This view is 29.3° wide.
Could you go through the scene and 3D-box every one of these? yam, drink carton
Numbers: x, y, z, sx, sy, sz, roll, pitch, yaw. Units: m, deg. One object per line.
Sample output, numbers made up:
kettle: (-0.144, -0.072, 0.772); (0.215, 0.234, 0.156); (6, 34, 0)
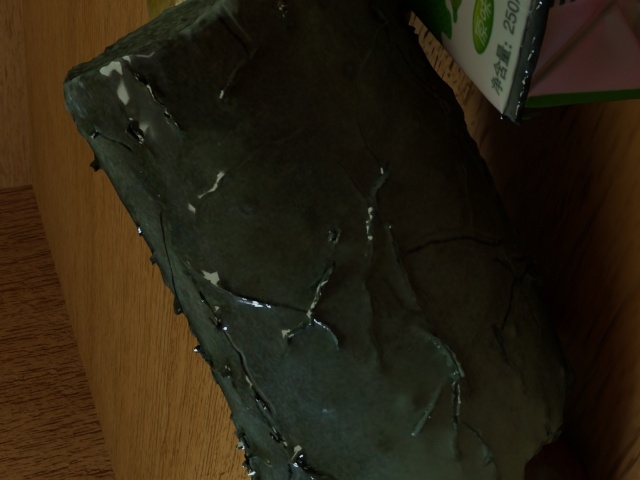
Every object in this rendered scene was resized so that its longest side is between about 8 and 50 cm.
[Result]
yam: (0.000, 0.000, 0.745); (0.348, 0.241, 0.241); (65, 167, -21)
drink carton: (0.098, -0.200, 0.658); (0.271, 0.108, 0.161); (-121, 27, -45)

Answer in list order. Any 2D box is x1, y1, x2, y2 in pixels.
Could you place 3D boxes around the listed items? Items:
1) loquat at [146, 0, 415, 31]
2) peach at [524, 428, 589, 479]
loquat: (-0.028, -0.178, 0.898); (0.213, 0.213, 0.213); (169, 90, -71)
peach: (0.109, 0.175, 0.817); (0.152, 0.152, 0.152); (169, 90, -71)
